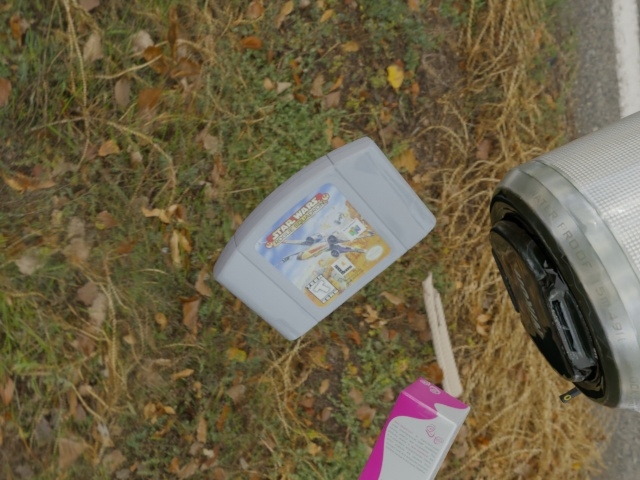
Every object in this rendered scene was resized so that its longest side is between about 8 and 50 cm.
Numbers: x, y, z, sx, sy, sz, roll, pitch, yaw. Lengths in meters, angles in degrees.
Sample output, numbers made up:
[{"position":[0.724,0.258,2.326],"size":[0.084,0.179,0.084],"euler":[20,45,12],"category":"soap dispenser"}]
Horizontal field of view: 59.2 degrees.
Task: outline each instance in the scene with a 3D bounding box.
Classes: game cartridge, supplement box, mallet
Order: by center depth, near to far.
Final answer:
[{"position":[0.000,0.000,0.818],"size":[0.297,0.062,0.198],"euler":[-40,124,9],"category":"game cartridge"},{"position":[0.169,0.381,1.035],"size":[0.114,0.111,0.220],"euler":[-5,121,-61],"category":"supplement box"},{"position":[0.573,0.280,1.133],"size":[0.062,0.189,0.039],"euler":[45,23,11],"category":"mallet"}]

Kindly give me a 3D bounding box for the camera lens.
[{"position":[0.298,-0.004,0.466],"size":[0.274,0.219,0.219],"euler":[-25,106,4],"category":"camera lens"}]
